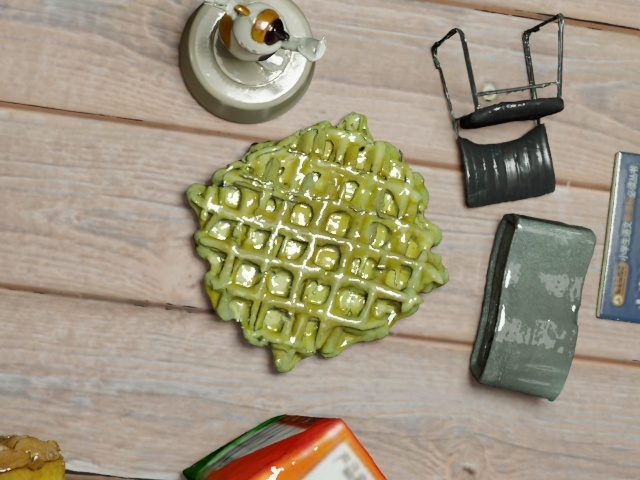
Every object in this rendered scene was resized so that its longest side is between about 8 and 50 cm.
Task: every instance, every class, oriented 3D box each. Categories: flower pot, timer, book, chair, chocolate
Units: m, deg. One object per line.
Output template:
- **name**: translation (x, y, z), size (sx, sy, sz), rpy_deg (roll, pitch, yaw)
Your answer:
- **flower pot**: translation (0.268, 0.082, 1.513), size (0.108, 0.103, 0.229), rpy_deg (13, 89, -7)
- **timer**: translation (-0.078, -0.238, 1.389), size (0.175, 0.266, 0.175), rpy_deg (0, 90, -7)
- **book**: translation (0.537, 0.013, 1.590), size (0.322, 0.018, 0.228), rpy_deg (7, 88, -7)
- **chair**: translation (0.236, -0.158, 1.491), size (0.140, 0.145, 0.221), rpy_deg (-9, 92, -6)
- **chocolate**: translation (0.023, 0.369, 1.368), size (0.161, 0.341, 0.360), rpy_deg (-40, 93, -16)

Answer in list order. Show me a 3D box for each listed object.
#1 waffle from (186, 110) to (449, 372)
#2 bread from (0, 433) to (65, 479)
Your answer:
- **waffle**: translation (0.000, 0.000, 1.494), size (0.317, 0.073, 0.297), rpy_deg (-26, 92, -6)
- **bread**: translation (-0.432, 0.324, 1.403), size (0.260, 0.147, 0.160), rpy_deg (-8, 88, -7)
